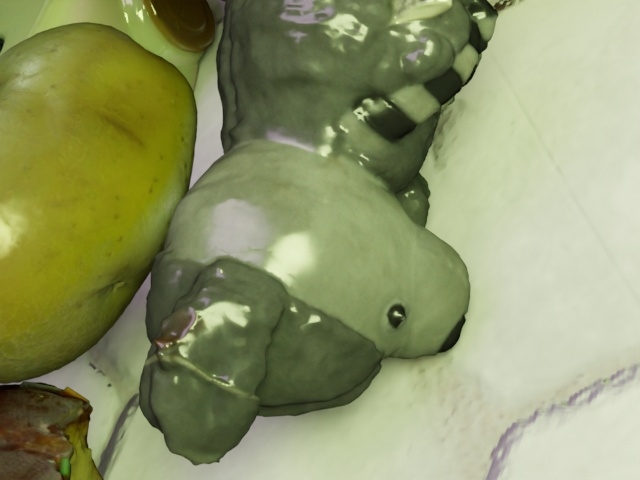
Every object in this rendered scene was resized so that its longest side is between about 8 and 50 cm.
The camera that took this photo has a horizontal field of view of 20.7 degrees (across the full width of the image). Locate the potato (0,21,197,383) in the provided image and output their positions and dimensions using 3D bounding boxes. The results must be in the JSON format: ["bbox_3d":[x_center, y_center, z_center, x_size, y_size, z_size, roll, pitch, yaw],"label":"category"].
[{"bbox_3d":[-0.145,-0.020,0.851,0.157,0.157,0.194,20,69,50],"label":"potato"}]

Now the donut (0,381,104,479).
[{"bbox_3d":[-0.163,0.166,0.796,0.216,0.096,0.230,-24,42,-35],"label":"donut"}]

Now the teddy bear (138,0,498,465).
[{"bbox_3d":[0.002,-0.012,0.821,0.171,0.144,0.251,159,127,-81],"label":"teddy bear"}]

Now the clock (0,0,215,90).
[{"bbox_3d":[-0.207,-0.096,1.086,0.286,0.117,0.348,3,62,45],"label":"clock"}]
